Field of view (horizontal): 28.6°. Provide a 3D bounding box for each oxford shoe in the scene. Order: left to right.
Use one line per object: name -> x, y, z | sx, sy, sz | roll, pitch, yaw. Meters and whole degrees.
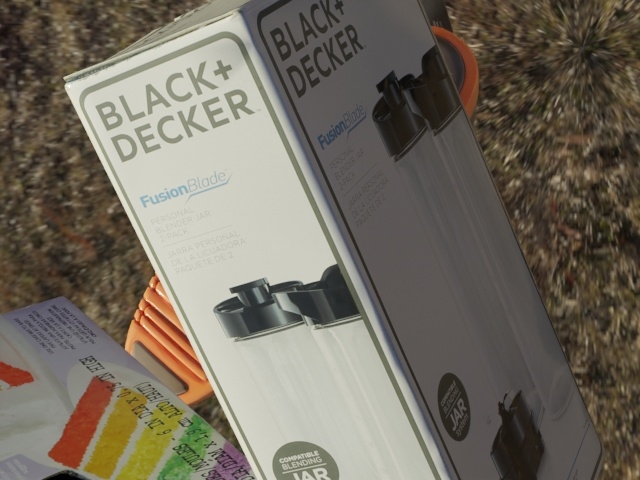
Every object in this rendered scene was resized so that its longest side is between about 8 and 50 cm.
oxford shoe -> 0.000, 0.000, 0.987 | 0.363, 0.133, 0.130 | -45, 67, -9

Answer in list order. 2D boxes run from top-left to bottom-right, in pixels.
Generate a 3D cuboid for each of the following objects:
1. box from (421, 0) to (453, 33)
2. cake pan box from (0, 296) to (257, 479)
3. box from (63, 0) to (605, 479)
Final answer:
box -> 0.026, -0.287, 1.131 | 0.056, 0.183, 0.231 | -35, 72, 3
cake pan box -> -0.174, 0.144, 0.656 | 0.267, 0.245, 0.070 | 35, 131, 41
box -> 0.023, 0.023, 0.556 | 0.087, 0.169, 0.290 | -17, 105, 30
